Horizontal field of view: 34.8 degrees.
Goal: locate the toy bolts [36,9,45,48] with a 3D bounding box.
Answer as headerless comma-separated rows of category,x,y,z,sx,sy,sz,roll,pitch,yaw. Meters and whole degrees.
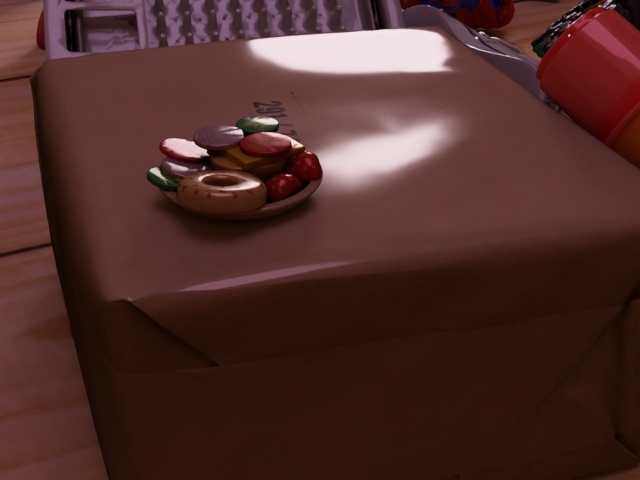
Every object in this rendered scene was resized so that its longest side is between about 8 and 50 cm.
toy bolts,-0.207,-0.308,1.156,0.228,0.159,0.218,7,31,11

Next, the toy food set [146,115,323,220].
toy food set,-0.041,-0.035,0.491,0.083,0.020,0.082,-20,35,-30

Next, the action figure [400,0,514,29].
action figure,0.154,-0.307,1.133,0.091,0.139,0.280,4,3,27

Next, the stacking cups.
stacking cups,0.253,-0.012,0.570,0.096,0.096,0.316,-29,71,-41

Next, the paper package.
paper package,0.000,0.000,0.620,0.309,0.168,0.325,-9,31,-16

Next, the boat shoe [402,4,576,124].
boat shoe,0.152,-0.152,0.967,0.088,0.096,0.267,16,12,-34

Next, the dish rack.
dish rack,-0.092,-0.212,0.980,0.332,0.072,0.286,-5,66,-10

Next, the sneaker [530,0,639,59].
sneaker,0.291,-0.168,0.982,0.134,0.146,0.343,-35,6,22
